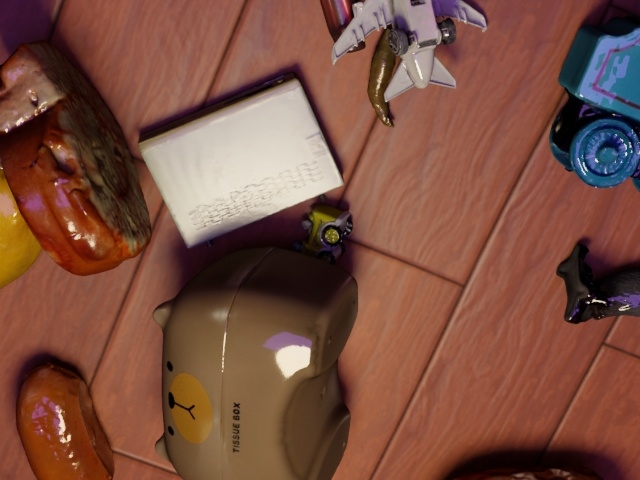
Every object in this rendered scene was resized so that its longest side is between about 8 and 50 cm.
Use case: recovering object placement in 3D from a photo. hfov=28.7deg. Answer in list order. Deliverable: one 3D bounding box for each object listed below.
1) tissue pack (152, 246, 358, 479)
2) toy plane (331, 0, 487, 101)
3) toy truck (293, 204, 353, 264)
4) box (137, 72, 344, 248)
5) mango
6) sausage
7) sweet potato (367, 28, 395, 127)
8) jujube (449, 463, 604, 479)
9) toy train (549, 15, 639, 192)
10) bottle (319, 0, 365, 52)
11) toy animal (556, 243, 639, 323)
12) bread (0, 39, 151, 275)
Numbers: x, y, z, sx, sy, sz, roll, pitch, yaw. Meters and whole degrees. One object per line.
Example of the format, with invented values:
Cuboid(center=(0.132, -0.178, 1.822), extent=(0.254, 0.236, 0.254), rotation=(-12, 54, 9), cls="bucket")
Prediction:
Cuboid(center=(-0.100, 0.210, 1.917), extent=(0.277, 0.267, 0.387), rotation=(12, 118, 17), cls="tissue pack")
Cuboid(center=(0.130, -0.336, 1.814), extent=(0.251, 0.101, 0.255), rotation=(-14, 101, -19), cls="toy plane")
Cuboid(center=(0.000, 0.000, 1.959), extent=(0.077, 0.076, 0.111), rotation=(23, 111, 10), cls="toy truck")
Cuboid(center=(-0.119, -0.117, 1.926), extent=(0.270, 0.045, 0.210), rotation=(-24, 108, 7), cls="box")
Cuboid(center=(-0.518, -0.011, 1.925), extent=(0.176, 0.119, 0.317), rotation=(32, 115, -14), cls="mango")
Cuboid(center=(-0.420, 0.325, 2.036), extent=(0.133, 0.133, 0.258), rotation=(-14, 110, 4), cls="sausage")
Cuboid(center=(0.093, -0.244, 1.889), extent=(0.041, 0.038, 0.153), rotation=(6, 112, 12), cls="sweet potato")
Cuboid(center=(0.320, 0.469, 2.054), extent=(0.318, 0.223, 0.223), rotation=(-10, 110, -7), cls="jujube")
Cuboid(center=(0.502, -0.184, 1.844), extent=(0.300, 0.188, 0.265), rotation=(20, 103, -6), cls="toy train")
Cuboid(center=(0.027, -0.355, 1.840), extent=(0.060, 0.060, 0.164), rotation=(-15, 109, 4), cls="bottle")
Cuboid(center=(0.482, 0.099, 1.991), extent=(0.210, 0.121, 0.117), rotation=(12, 128, -12), cls="toy animal")
Cuboid(center=(-0.356, -0.111, 1.788), extent=(0.114, 0.295, 0.327), rotation=(-24, 77, 8), cls="bread")
